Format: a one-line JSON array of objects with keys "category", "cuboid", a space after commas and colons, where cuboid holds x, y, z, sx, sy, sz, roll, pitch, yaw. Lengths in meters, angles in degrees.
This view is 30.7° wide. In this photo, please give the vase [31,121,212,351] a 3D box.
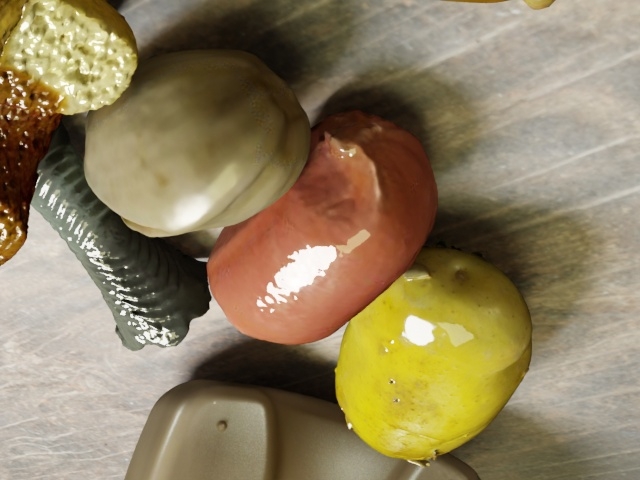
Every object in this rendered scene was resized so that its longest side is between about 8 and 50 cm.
[{"category": "vase", "cuboid": [-0.200, -0.009, 1.052, 0.115, 0.115, 0.237, -11, 136, 28]}]

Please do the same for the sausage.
[{"category": "sausage", "cuboid": [0.000, 0.000, 0.971, 0.148, 0.148, 0.254, 28, 141, -22]}]

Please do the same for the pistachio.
[{"category": "pistachio", "cuboid": [-0.101, -0.074, 0.903, 0.138, 0.153, 0.238, 48, 158, -27]}]

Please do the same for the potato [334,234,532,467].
[{"category": "potato", "cuboid": [0.102, 0.110, 1.092, 0.173, 0.140, 0.300, 16, 144, -1]}]

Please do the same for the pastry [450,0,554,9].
[{"category": "pastry", "cuboid": [0.086, -0.270, 0.416, 0.409, 0.245, 0.410, -13, 135, -13]}]

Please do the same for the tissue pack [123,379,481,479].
[{"category": "tissue pack", "cuboid": [-0.030, 0.312, 1.291, 0.387, 0.267, 0.277, 19, 165, -11]}]

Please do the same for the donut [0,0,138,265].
[{"category": "donut", "cuboid": [-0.239, -0.104, 0.887, 0.112, 0.151, 0.295, 23, 122, -33]}]
